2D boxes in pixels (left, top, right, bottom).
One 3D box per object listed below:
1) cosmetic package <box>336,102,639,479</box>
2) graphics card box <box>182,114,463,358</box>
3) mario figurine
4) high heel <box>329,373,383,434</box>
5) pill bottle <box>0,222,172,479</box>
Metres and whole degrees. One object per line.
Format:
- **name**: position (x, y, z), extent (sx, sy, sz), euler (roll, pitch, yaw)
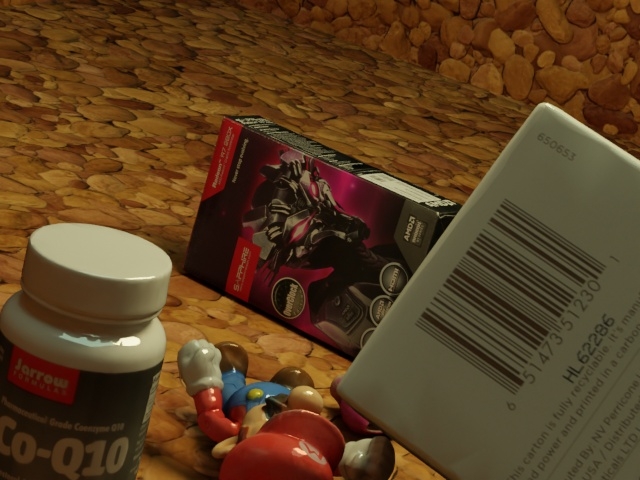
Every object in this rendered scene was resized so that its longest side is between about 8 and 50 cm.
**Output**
- **cosmetic package**: position (0.257, 0.125, 1.692), extent (0.327, 0.329, 0.394), euler (34, -3, 13)
- **graphics card box**: position (0.000, 0.000, 2.362), extent (0.371, 0.233, 0.094), euler (26, 17, 29)
- **mario figurine**: position (-0.037, 0.180, 1.885), extent (0.198, 0.170, 0.320), euler (-14, 17, -7)
- **high heel**: position (0.138, 0.196, 2.122), extent (0.244, 0.082, 0.117), euler (6, 18, -21)
- **pill bottle**: position (-0.237, 0.139, 1.683), extent (0.161, 0.283, 0.161), euler (13, 18, -4)
